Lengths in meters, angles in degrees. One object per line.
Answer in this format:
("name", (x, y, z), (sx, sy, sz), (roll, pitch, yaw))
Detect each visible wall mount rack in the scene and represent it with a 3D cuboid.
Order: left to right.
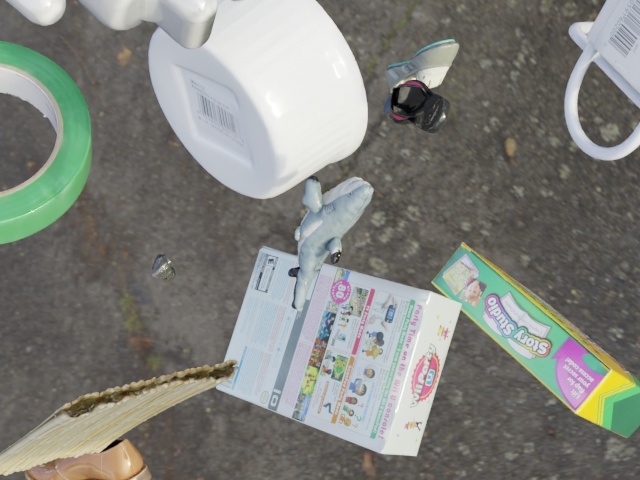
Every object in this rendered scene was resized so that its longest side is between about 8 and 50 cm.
("wall mount rack", (0.379, -0.189, 0.887), (0.304, 0.130, 0.350), (58, 139, 35))

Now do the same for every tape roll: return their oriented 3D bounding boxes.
("tape roll", (-0.510, -0.151, 1.519), (0.321, 0.077, 0.321), (4, 65, -9))

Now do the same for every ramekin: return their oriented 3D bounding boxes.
("ramekin", (-0.087, -0.185, 1.243), (0.277, 0.277, 0.135), (35, 60, 28))

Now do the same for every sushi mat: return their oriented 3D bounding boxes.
("sushi mat", (-0.202, 0.164, 0.881), (0.316, 0.151, 0.019), (-34, 70, 52))

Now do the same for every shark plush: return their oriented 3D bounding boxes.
("shark plush", (0.000, 0.000, 1.083), (0.161, 0.073, 0.067), (-56, 44, 6))

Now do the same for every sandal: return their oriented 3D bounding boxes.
("sandal", (0.123, -0.188, 1.366), (0.067, 0.040, 0.179), (-66, 21, 7))

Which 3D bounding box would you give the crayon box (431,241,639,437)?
("crayon box", (0.410, 0.183, 1.823), (0.106, 0.313, 0.363), (-51, 54, 6))

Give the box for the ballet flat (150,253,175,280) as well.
("ballet flat", (-0.338, 0.061, 2.122), (0.049, 0.173, 0.057), (-41, 87, -11))

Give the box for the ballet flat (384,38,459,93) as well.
("ballet flat", (0.175, -0.283, 1.687), (0.213, 0.072, 0.068), (173, 85, -68))

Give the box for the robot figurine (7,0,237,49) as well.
("robot figurine", (-0.215, -0.348, 0.972), (0.353, 0.200, 0.300), (41, 75, -4))

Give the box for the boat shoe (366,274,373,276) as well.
("boat shoe", (0.072, 0.150, 1.985), (0.073, 0.073, 0.207), (61, 139, 30))

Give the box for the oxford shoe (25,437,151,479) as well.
("oxford shoe", (-0.315, 0.284, 1.324), (0.212, 0.076, 0.076), (-10, 107, 32))

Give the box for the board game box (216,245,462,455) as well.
("board game box", (0.020, 0.150, 1.419), (0.303, 0.097, 0.224), (15, 86, 38))
